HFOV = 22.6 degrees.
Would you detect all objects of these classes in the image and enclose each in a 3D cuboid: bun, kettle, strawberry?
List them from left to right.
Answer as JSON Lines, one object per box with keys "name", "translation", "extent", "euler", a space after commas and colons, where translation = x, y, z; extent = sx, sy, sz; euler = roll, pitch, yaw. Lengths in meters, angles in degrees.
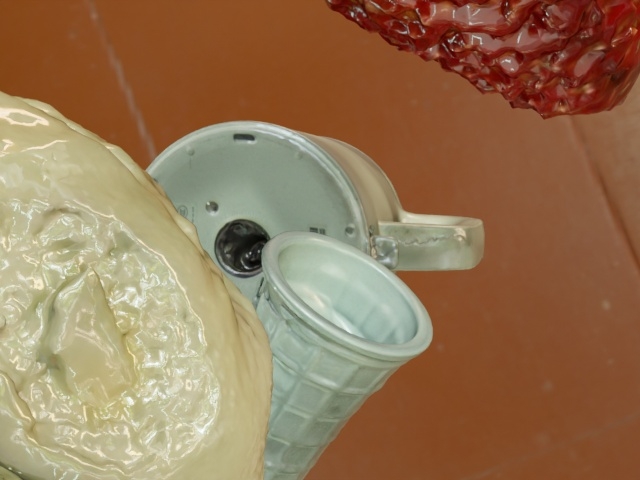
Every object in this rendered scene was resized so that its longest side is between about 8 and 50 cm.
{"name": "bun", "translation": [-0.170, 0.043, 0.925], "extent": [0.364, 0.202, 0.364], "euler": [33, 155, 17]}
{"name": "kettle", "translation": [-0.010, -0.012, 1.427], "extent": [0.265, 0.318, 0.205], "euler": [-29, 86, 9]}
{"name": "strawberry", "translation": [0.140, -0.252, 1.180], "extent": [0.292, 0.343, 0.292], "euler": [-23, 58, 43]}

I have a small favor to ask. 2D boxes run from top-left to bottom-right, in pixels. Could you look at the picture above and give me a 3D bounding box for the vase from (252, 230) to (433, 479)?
{"name": "vase", "translation": [-0.049, 0.149, 1.235], "extent": [0.143, 0.143, 0.299], "euler": [46, 118, 27]}
